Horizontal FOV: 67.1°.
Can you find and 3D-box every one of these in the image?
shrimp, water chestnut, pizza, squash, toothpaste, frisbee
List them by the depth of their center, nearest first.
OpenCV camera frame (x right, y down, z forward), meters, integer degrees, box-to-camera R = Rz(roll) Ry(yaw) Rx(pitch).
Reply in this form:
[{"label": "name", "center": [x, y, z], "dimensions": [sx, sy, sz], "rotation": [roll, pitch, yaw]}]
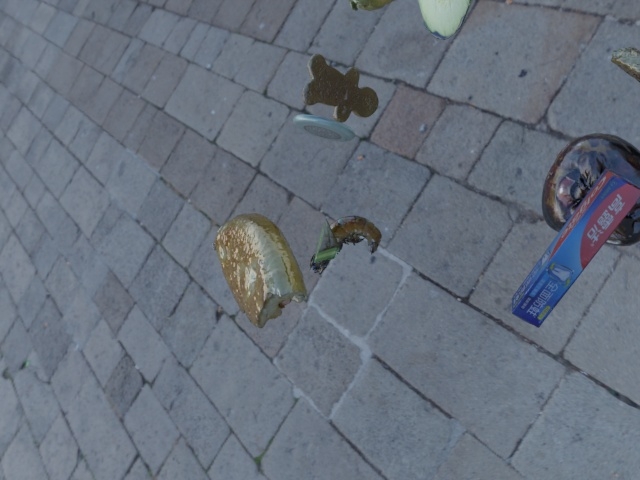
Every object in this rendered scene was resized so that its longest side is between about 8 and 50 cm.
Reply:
[{"label": "pizza", "center": [-0.084, 0.033, 0.618], "dimensions": [0.271, 0.056, 0.135], "rotation": [8, 102, 63]}, {"label": "frisbee", "center": [0.006, -0.189, 0.821], "dimensions": [0.110, 0.110, 0.014], "rotation": [15, 90, 38]}, {"label": "toothpaste", "center": [0.483, 0.020, 0.932], "dimensions": [0.066, 0.076, 0.321], "rotation": [29, 115, 10]}, {"label": "water chestnut", "center": [0.695, -0.124, 1.193], "dimensions": [0.289, 0.288, 0.244], "rotation": [-61, 11, 1]}, {"label": "squash", "center": [0.371, -0.723, 1.393], "dimensions": [0.236, 0.204, 0.155], "rotation": [-8, 41, 56]}, {"label": "shrimp", "center": [0.088, 0.028, 1.667], "dimensions": [0.290, 0.222, 0.054], "rotation": [-53, 37, 33]}]

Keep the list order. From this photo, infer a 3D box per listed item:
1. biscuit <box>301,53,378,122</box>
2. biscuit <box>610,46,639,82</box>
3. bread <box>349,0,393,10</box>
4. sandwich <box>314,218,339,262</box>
[{"label": "biscuit", "center": [0.073, -0.520, 1.705], "dimensions": [0.049, 0.301, 0.197], "rotation": [30, 106, 62]}, {"label": "biscuit", "center": [0.393, -0.127, 0.483], "dimensions": [0.025, 0.230, 0.131], "rotation": [-57, 39, 27]}, {"label": "bread", "center": [0.166, -0.615, 1.019], "dimensions": [0.251, 0.196, 0.239], "rotation": [-7, 41, 8]}, {"label": "sandwich", "center": [0.000, 0.000, 1.498], "dimensions": [0.074, 0.074, 0.117], "rotation": [111, 141, -53]}]
